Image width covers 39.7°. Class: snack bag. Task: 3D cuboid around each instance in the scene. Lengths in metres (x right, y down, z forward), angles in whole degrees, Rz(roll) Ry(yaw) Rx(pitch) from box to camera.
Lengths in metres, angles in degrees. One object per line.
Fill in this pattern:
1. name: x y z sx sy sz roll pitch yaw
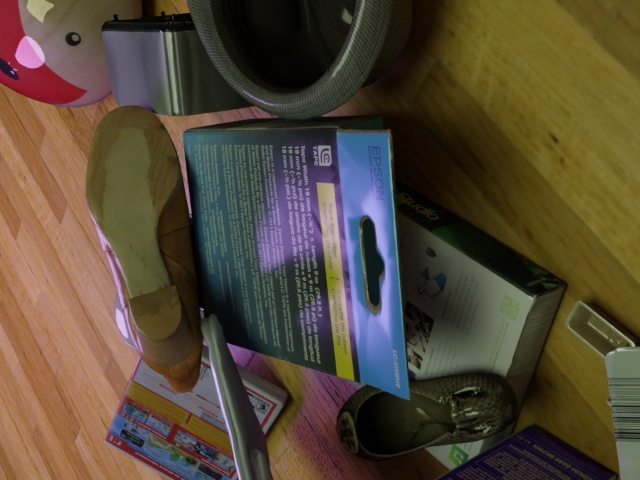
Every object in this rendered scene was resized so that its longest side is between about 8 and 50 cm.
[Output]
1. snack bag: -0.047 0.292 0.950 0.323 0.037 0.343 77 174 -51

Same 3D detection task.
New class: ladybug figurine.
1. ladybug figurine: -0.436 -0.352 1.347 0.449 0.162 0.305 9 108 48

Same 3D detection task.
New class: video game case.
1. video game case: -0.185 0.253 1.257 0.204 0.025 0.285 30 129 0

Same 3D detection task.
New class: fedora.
1. fedora: -0.007 -0.251 0.889 0.275 0.124 0.244 51 124 27

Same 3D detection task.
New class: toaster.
1. toaster: -0.138 -0.214 1.038 0.185 0.168 0.110 15 115 48

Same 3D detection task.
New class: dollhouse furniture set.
1. dollhouse furniture set: 0.237 0.118 0.760 0.114 0.081 0.091 44 131 33

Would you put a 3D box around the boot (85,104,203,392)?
1. boot: -0.194 0.018 1.016 0.211 0.104 0.295 100 158 -67

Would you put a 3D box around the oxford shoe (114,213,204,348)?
1. oxford shoe: -0.203 0.059 1.225 0.449 0.130 0.169 -26 83 51

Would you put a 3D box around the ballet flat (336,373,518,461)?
1. ballet flat: 0.088 0.179 0.886 0.250 0.058 0.084 -22 84 50

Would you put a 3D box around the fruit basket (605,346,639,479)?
1. fruit basket: 0.372 0.220 0.576 0.327 0.165 0.353 -1 120 32

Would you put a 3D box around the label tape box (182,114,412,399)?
1. label tape box: 0.000 0.000 0.894 0.333 0.106 0.241 8 108 50

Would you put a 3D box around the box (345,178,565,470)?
1. box: 0.086 0.069 0.945 0.322 0.058 0.232 36 126 36

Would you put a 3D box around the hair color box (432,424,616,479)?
1. hair color box: 0.108 0.310 0.765 0.110 0.338 0.185 29 122 41
